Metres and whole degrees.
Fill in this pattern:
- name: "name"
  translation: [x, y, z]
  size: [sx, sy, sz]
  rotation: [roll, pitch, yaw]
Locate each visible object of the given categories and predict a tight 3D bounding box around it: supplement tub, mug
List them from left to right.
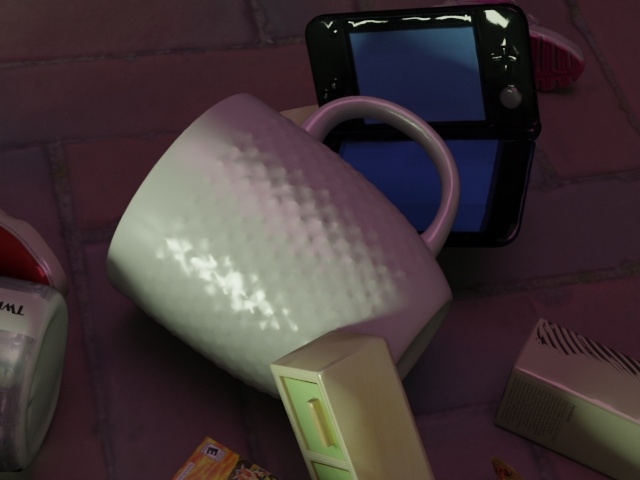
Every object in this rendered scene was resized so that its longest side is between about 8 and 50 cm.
- name: "supplement tub"
  translation: [-0.454, 0.120, 1.509]
  size: [0.338, 0.207, 0.207]
  rotation: [11, 47, 1]
- name: "mug"
  translation: [0.000, 0.000, 1.616]
  size: [0.328, 0.276, 0.374]
  rotation: [36, 77, 12]

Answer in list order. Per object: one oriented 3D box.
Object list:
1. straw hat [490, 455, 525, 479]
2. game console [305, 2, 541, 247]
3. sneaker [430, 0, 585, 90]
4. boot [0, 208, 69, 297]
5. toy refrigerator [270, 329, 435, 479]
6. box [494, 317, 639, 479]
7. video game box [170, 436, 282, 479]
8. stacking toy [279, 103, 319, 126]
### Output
- name: "straw hat"
  translation: [0.210, 0.307, 1.531]
  size: [0.061, 0.144, 0.144]
  rotation: [-42, 55, 10]
- name: "game console"
  translation: [0.107, -0.140, 1.742]
  size: [0.293, 0.250, 0.173]
  rotation: [0, 28, 24]
- name: "sneaker"
  translation: [0.276, -0.309, 2.089]
  size: [0.252, 0.103, 0.111]
  rotation: [24, 50, 13]
- name: "boot"
  translation: [-0.428, 0.034, 1.679]
  size: [0.244, 0.088, 0.176]
  rotation: [32, 51, 31]
- name: "toy refrigerator"
  translation: [0.046, 0.234, 1.437]
  size: [0.094, 0.270, 0.102]
  rotation: [-26, 14, -28]
- name: "box"
  translation: [0.347, 0.203, 1.619]
  size: [0.275, 0.113, 0.094]
  rotation: [24, 47, 12]
- name: "video game box"
  translation: [-0.100, 0.326, 1.481]
  size: [0.187, 0.048, 0.205]
  rotation: [29, 50, 14]
- name: "stacking toy"
  translation: [0.108, -0.109, 1.912]
  size: [0.279, 0.130, 0.309]
  rotation: [-25, 48, 5]
